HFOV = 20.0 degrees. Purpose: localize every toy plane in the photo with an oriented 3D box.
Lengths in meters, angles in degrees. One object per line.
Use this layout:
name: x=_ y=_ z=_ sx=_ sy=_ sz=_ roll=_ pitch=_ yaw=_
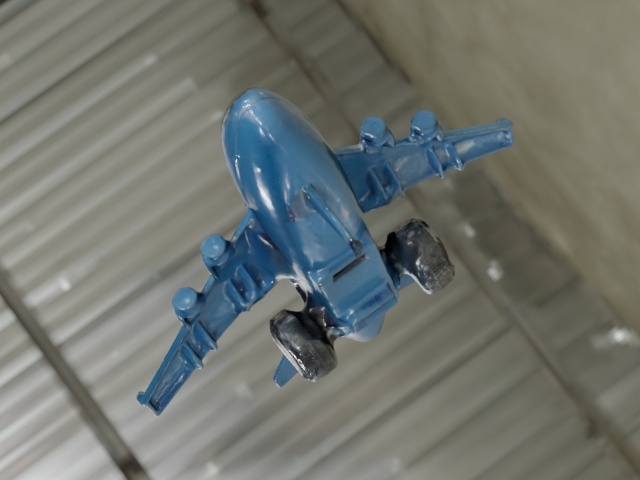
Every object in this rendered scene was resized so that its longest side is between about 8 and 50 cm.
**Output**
toy plane: x=0.000 y=0.000 z=0.945 sx=0.105 sy=0.254 sz=0.271 roll=51 pitch=174 yaw=18
